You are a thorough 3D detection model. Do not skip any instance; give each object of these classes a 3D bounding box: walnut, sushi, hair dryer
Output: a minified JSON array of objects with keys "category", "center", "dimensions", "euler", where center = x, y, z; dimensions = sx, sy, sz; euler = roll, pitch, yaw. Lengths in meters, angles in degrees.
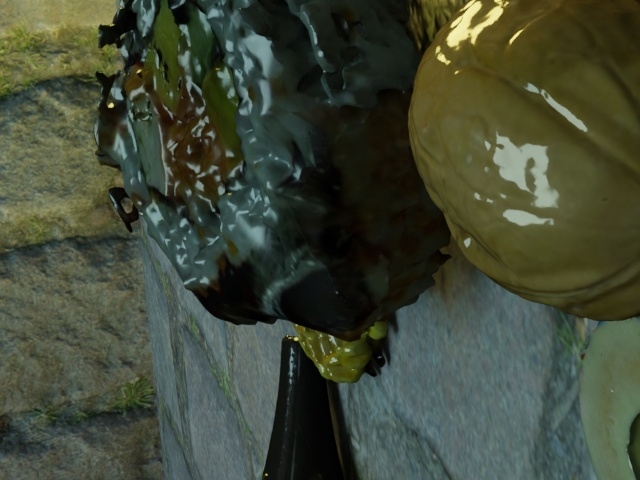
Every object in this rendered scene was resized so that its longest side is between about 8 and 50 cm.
[{"category":"walnut","center":[0.129,-0.046,0.599],"dimensions":[0.197,0.165,0.165],"euler":[-119,25,-54]},{"category":"sushi","center":[-0.051,-0.119,1.005],"dimensions":[0.417,0.175,0.418],"euler":[36,136,45]},{"category":"hair dryer","center":[0.035,0.253,1.274],"dimensions":[0.359,0.120,0.304],"euler":[-9,76,64]}]

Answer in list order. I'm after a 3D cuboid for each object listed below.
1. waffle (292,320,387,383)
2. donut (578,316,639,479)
[{"category":"waffle","center":[0.000,-0.009,1.238],"dimensions":[0.329,0.062,0.329],"euler":[170,90,-74]},{"category":"donut","center":[0.189,0.087,0.642],"dimensions":[0.166,0.065,0.108],"euler":[96,155,-48]}]
